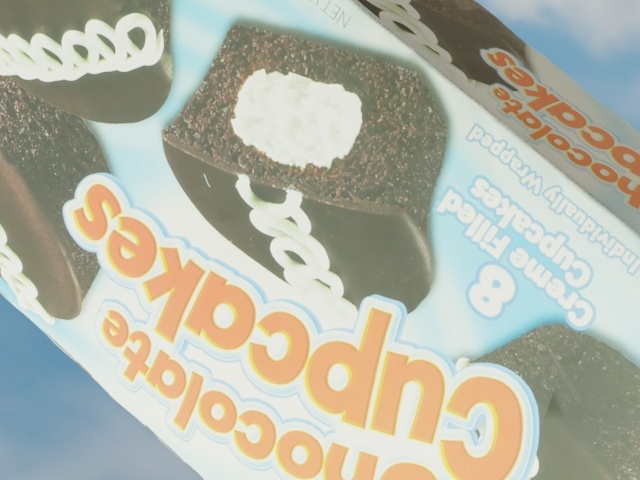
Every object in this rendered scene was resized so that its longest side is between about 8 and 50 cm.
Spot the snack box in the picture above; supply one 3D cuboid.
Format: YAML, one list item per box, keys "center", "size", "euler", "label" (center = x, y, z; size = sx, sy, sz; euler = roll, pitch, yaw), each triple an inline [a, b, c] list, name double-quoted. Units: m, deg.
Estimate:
- center: [0.000, 0.000, 0.662]
  size: [0.322, 0.187, 0.060]
  euler: [41, -146, 15]
  label: "snack box"
